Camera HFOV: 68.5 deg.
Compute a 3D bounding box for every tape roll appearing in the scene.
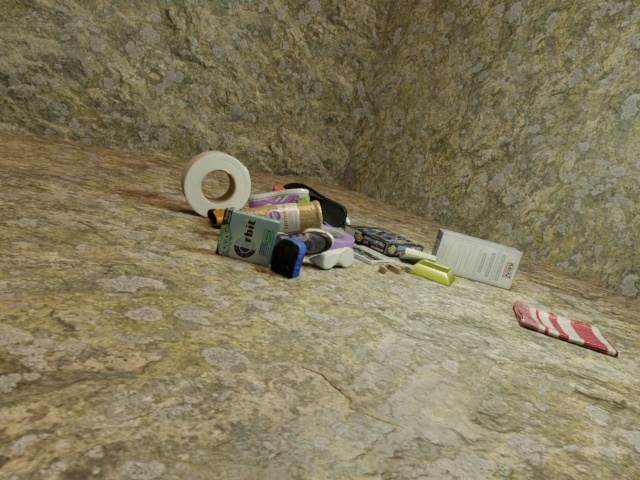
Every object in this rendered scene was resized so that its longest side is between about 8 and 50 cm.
[{"bbox_3d":[-0.448,-0.240,2.022,0.287,0.286,0.100,9,14,-26],"label":"tape roll"},{"bbox_3d":[0.000,0.000,1.954,0.275,0.090,0.275,14,13,-3],"label":"tape roll"}]

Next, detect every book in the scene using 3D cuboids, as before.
[{"bbox_3d":[0.448,0.079,2.180,0.144,0.035,0.096,13,-19,-4],"label":"book"}]

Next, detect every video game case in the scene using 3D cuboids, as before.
[{"bbox_3d":[0.204,0.064,2.070,0.173,0.022,0.190,2,19,-47],"label":"video game case"}]

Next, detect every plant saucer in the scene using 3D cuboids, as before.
[{"bbox_3d":[0.493,0.132,2.057,0.189,0.045,0.188,20,14,20],"label":"plant saucer"}]

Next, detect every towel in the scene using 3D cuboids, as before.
[{"bbox_3d":[0.892,0.319,1.740,0.329,0.037,0.237,18,14,11],"label":"towel"}]

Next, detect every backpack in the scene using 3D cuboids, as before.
[{"bbox_3d":[-0.102,0.050,1.554,0.098,0.120,0.101,19,13,18],"label":"backpack"}]

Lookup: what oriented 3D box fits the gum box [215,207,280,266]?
[{"bbox_3d":[-0.242,-0.011,1.570,0.185,0.156,0.041,14,12,-4],"label":"gum box"}]

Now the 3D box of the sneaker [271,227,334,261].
[{"bbox_3d":[-0.092,0.025,1.664,0.269,0.101,0.153,-2,15,13],"label":"sneaker"}]

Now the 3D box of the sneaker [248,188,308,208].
[{"bbox_3d":[-0.186,-0.154,2.192,0.282,0.160,0.102,-10,7,0],"label":"sneaker"}]

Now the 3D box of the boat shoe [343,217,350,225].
[{"bbox_3d":[0.077,-0.123,2.628,0.070,0.077,0.219,-33,42,-25],"label":"boat shoe"}]

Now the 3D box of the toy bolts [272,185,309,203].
[{"bbox_3d":[-0.187,-0.164,2.450,0.229,0.158,0.218,15,53,-36],"label":"toy bolts"}]

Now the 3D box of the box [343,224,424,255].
[{"bbox_3d":[0.312,0.002,2.342,0.296,0.073,0.293,3,18,-43],"label":"box"}]

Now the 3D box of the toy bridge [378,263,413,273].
[{"bbox_3d":[0.306,0.116,1.950,0.188,0.026,0.063,3,16,-41],"label":"toy bridge"}]

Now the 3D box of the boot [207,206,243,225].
[{"bbox_3d":[-0.320,-0.072,1.907,0.211,0.104,0.295,-3,16,-39],"label":"boot"}]

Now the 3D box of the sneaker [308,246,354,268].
[{"bbox_3d":[0.044,0.061,1.795,0.094,0.080,0.212,10,8,39],"label":"sneaker"}]

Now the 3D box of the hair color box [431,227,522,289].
[{"bbox_3d":[0.718,0.085,2.199,0.375,0.185,0.113,15,12,1],"label":"hair color box"}]

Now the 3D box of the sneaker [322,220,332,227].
[{"bbox_3d":[0.024,-0.052,2.235,0.087,0.083,0.221,19,14,-22],"label":"sneaker"}]

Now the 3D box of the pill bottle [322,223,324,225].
[{"bbox_3d":[-0.055,-0.074,2.172,0.103,0.103,0.184,7,15,-31],"label":"pill bottle"}]

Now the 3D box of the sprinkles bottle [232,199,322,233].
[{"bbox_3d":[-0.176,-0.078,1.784,0.356,0.121,0.121,-7,18,-13],"label":"sprinkles bottle"}]

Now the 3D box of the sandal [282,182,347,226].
[{"bbox_3d":[-0.062,-0.209,2.589,0.446,0.167,0.107,22,11,24],"label":"sandal"}]
